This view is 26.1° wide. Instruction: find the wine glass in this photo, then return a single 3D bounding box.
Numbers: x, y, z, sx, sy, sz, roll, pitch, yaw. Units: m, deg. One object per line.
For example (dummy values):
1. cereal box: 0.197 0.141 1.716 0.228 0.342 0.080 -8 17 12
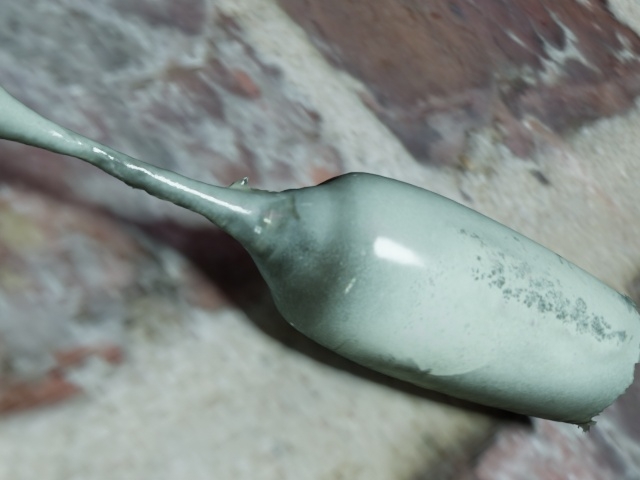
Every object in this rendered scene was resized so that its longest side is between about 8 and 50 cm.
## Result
1. wine glass: 0.000 0.000 0.429 0.262 0.074 0.074 23 39 -29
